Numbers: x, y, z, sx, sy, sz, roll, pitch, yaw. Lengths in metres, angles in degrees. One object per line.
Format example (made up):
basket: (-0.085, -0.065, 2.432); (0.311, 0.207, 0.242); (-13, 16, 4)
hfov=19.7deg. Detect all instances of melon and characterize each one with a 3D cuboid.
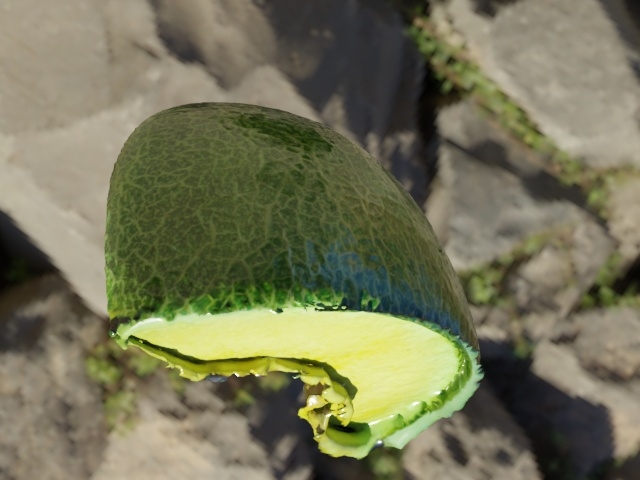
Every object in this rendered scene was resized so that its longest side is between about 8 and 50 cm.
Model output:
melon: (0.000, 0.000, 0.976); (0.129, 0.169, 0.265); (-23, 152, 22)
